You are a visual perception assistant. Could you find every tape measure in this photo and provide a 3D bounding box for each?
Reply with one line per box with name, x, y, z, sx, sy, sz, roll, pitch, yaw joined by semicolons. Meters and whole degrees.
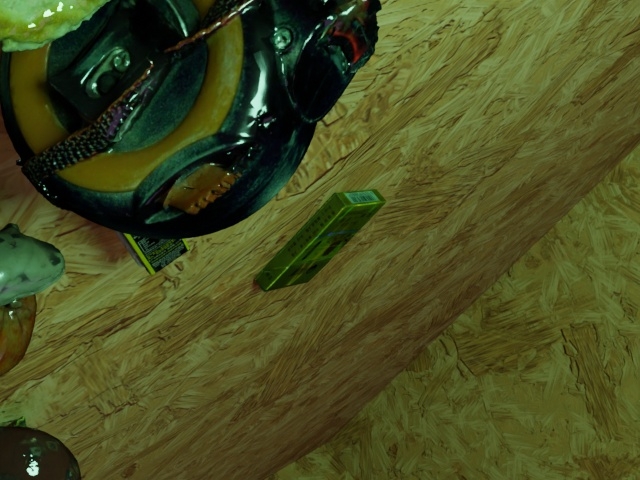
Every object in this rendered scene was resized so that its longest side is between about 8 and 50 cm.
tape measure;-0.096;-0.108;0.591;0.223;0.202;0.135;-53;161;4

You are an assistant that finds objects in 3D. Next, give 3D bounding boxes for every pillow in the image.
pillow;-0.319;0.035;0.707;0.241;0.093;0.051;-26;165;-30

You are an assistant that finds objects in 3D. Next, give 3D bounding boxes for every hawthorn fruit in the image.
hawthorn fruit;-0.307;0.073;0.799;0.128;0.128;0.128;-34;163;-12

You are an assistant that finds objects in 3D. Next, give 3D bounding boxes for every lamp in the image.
lamp;-0.385;0.303;1.191;0.156;0.157;0.135;-6;-160;0

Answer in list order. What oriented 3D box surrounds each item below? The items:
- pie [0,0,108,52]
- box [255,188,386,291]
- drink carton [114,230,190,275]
pie;-0.126;-0.213;0.454;0.248;0.090;0.201;-37;153;-3
box;0.000;0.000;1.365;0.193;0.030;0.121;-47;160;27
drink carton;-0.174;-0.030;0.865;0.056;0.071;0.165;-37;162;-10
